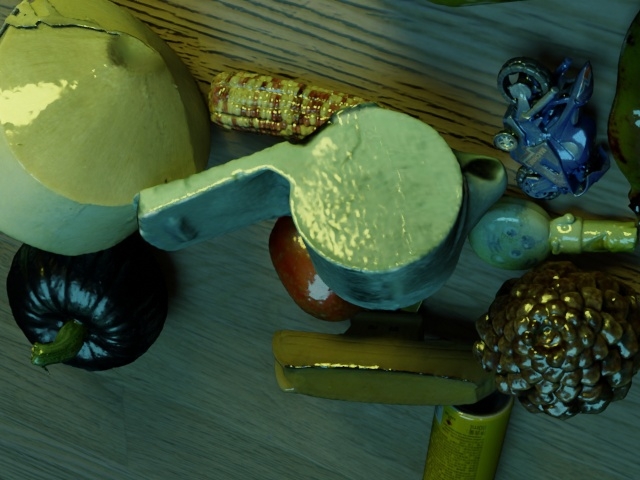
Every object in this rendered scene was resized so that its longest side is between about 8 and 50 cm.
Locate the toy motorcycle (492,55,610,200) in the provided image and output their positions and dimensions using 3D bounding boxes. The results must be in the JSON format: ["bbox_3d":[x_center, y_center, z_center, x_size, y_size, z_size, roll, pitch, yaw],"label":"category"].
[{"bbox_3d":[0.255,-0.114,1.099,0.114,0.076,0.205,10,141,29],"label":"toy motorcycle"}]

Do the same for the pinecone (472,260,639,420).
[{"bbox_3d":[0.285,0.110,1.179,0.184,0.204,0.179,35,106,11],"label":"pinecone"}]

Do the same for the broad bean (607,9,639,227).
[{"bbox_3d":[0.338,-0.158,1.027,0.077,0.061,0.339,8,131,14],"label":"broad bean"}]

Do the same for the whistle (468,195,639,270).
[{"bbox_3d":[0.273,-0.011,1.198,0.198,0.057,0.104,-1,136,21],"label":"whistle"}]

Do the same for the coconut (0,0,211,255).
[{"bbox_3d":[-0.292,-0.141,1.240,0.323,0.323,0.323,15,132,18],"label":"coconut"}]

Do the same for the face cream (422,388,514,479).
[{"bbox_3d":[0.204,0.334,1.480,0.105,0.105,0.348,17,132,16],"label":"face cream"}]

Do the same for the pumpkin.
[{"bbox_3d":[-0.357,0.104,1.509,0.248,0.248,0.248,15,132,18],"label":"pumpkin"}]

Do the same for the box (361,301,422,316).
[{"bbox_3d":[0.072,0.073,1.396,0.133,0.023,0.090,26,136,8],"label":"box"}]

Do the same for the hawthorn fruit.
[{"bbox_3d":[0.000,0.000,1.290,0.203,0.162,0.162,43,135,6],"label":"hawthorn fruit"}]

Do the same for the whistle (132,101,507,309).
[{"bbox_3d":[-0.002,-0.047,1.148,0.405,0.188,0.168,13,164,11],"label":"whistle"}]

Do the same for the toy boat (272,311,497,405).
[{"bbox_3d":[0.092,0.156,1.356,0.321,0.121,0.089,1,128,11],"label":"toy boat"}]

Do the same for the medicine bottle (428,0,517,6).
[{"bbox_3d":[0.141,-0.321,0.889,0.384,0.224,0.224,2,127,28],"label":"medicine bottle"}]

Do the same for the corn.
[{"bbox_3d":[-0.027,-0.155,1.231,0.237,0.079,0.079,13,131,15],"label":"corn"}]
